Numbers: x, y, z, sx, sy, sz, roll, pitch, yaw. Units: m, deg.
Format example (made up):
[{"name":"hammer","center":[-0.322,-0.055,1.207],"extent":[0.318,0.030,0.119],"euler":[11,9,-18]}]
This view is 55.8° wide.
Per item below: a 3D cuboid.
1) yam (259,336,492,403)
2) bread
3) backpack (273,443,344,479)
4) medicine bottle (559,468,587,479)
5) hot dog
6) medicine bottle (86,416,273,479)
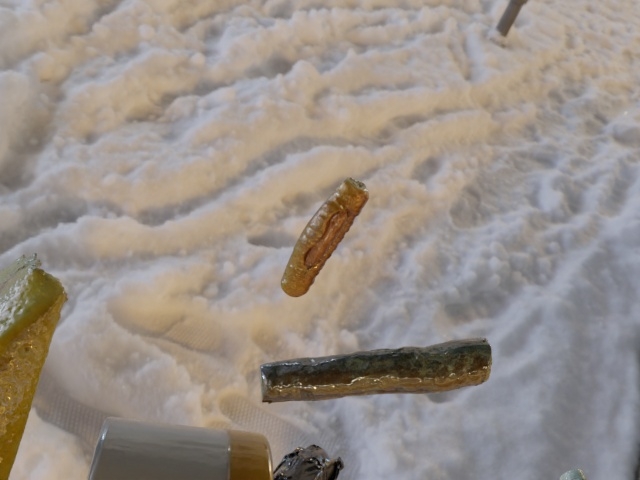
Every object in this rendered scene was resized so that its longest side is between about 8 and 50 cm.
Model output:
[{"name":"yam","center":[0.063,0.154,0.710],"extent":[0.273,0.061,0.061],"euler":[-5,47,-1]},{"name":"bread","center":[-0.446,0.214,0.806],"extent":[0.233,0.245,0.362],"euler":[17,55,44]},{"name":"backpack","center":[-0.038,0.417,1.019],"extent":[0.105,0.120,0.165],"euler":[24,4,25]},{"name":"medicine bottle","center":[0.428,0.421,0.985],"extent":[0.047,0.047,0.083],"euler":[6,41,-18]},{"name":"hot dog","center":[0.000,0.000,0.593],"extent":[0.044,0.137,0.028],"euler":[25,22,-29]},{"name":"medicine bottle","center":[-0.200,0.371,0.815],"extent":[0.231,0.238,0.238],"euler":[11,44,-13]}]
